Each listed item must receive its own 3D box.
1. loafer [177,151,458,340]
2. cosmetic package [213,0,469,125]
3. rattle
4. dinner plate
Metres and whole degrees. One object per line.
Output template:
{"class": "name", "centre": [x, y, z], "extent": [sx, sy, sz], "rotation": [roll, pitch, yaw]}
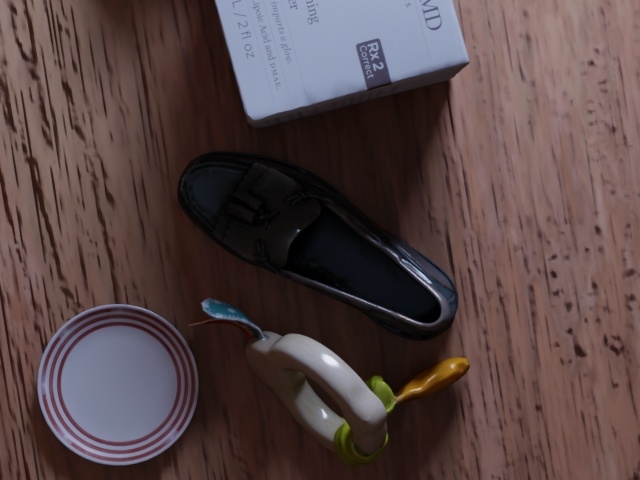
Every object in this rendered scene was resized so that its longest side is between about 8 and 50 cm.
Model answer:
{"class": "loafer", "centre": [0.000, 0.000, 1.319], "extent": [0.268, 0.084, 0.096], "rotation": [28, 91, 0]}
{"class": "cosmetic package", "centre": [0.011, -0.187, 1.281], "extent": [0.184, 0.151, 0.151], "rotation": [-16, 92, 1]}
{"class": "rattle", "centre": [0.005, 0.085, 1.331], "extent": [0.200, 0.130, 0.143], "rotation": [38, 80, 26]}
{"class": "dinner plate", "centre": [-0.176, 0.126, 1.358], "extent": [0.141, 0.017, 0.141], "rotation": [0, 92, 0]}
